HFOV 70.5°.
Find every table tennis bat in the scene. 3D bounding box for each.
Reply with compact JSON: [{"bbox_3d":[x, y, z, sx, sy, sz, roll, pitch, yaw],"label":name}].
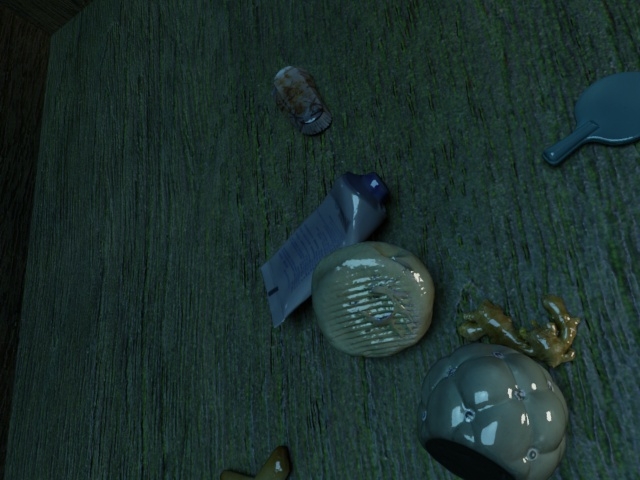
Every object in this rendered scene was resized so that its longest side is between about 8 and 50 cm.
[{"bbox_3d":[0.551,-0.234,0.889,0.244,0.040,0.153,-38,58,12],"label":"table tennis bat"}]

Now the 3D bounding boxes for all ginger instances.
[{"bbox_3d":[0.381,0.172,0.861,0.193,0.052,0.176,-42,53,13],"label":"ginger"}]

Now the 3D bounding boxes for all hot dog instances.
[{"bbox_3d":[-0.057,-0.401,1.301,0.131,0.069,0.252,-34,63,8],"label":"hot dog"}]

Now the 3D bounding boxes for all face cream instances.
[{"bbox_3d":[0.000,0.000,1.105,0.420,0.137,0.235,-45,37,17],"label":"face cream"}]

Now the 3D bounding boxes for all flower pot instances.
[{"bbox_3d":[0.289,0.296,0.772,0.246,0.246,0.195,15,52,34],"label":"flower pot"}]

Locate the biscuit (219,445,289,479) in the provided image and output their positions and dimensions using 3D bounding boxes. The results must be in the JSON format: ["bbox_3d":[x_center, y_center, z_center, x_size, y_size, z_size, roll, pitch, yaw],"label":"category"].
[{"bbox_3d":[-0.146,0.598,1.064,0.208,0.047,0.164,-31,62,20],"label":"biscuit"}]

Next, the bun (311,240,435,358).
[{"bbox_3d":[0.113,0.121,0.966,0.273,0.168,0.273,4,110,11],"label":"bun"}]
